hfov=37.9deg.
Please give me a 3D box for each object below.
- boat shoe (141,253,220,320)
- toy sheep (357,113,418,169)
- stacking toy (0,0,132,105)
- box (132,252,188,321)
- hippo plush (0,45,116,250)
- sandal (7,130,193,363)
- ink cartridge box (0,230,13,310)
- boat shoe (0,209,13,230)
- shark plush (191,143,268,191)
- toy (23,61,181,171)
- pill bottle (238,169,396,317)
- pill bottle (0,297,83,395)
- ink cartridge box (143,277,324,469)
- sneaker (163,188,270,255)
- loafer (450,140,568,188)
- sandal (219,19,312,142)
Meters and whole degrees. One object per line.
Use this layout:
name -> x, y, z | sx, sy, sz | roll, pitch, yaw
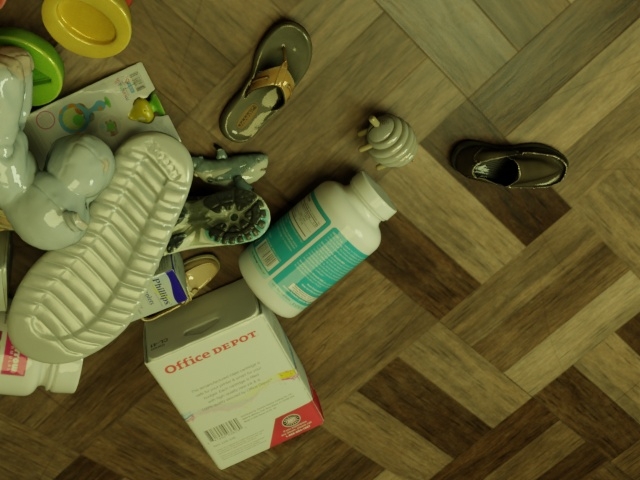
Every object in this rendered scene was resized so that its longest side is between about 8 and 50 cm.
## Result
boat shoe -> -0.246, 0.088, 1.621 | 0.170, 0.059, 0.063 | -33, 124, 8
toy sheep -> 0.112, -0.164, 1.534 | 0.091, 0.091, 0.132 | -39, 142, 12
stacking toy -> -0.428, -0.347, 1.294 | 0.309, 0.130, 0.279 | 30, 137, -26
box -> -0.298, 0.064, 1.551 | 0.137, 0.126, 0.072 | -21, 124, 1
hippo plush -> -0.405, -0.096, 1.253 | 0.236, 0.234, 0.294 | 32, 68, -10
sandal -> -0.323, 0.018, 1.439 | 0.169, 0.102, 0.416 | 36, 101, -12
ink cartridge box -> -0.588, 0.039, 1.446 | 0.208, 0.153, 0.087 | -2, 124, -12
boat shoe -> -0.502, -0.075, 1.430 | 0.341, 0.122, 0.110 | 13, 154, -31
shark plush -> -0.169, -0.125, 1.523 | 0.161, 0.073, 0.067 | 13, 94, -5
toy -> -0.350, -0.160, 1.426 | 0.237, 0.056, 0.137 | -27, 101, -7
pill bottle -> 0.000, 0.000, 1.574 | 0.264, 0.146, 0.146 | -39, 123, 13
pill bottle -> -0.541, 0.171, 1.540 | 0.283, 0.160, 0.160 | 9, 120, -20
ink cartridge box -> -0.155, 0.243, 1.704 | 0.226, 0.131, 0.306 | -23, 124, 2
sneaker -> -0.215, -0.024, 1.528 | 0.282, 0.122, 0.110 | 0, 87, 9
loafer -> 0.336, -0.120, 1.622 | 0.219, 0.078, 0.080 | 1, 122, -15
sandal -> -0.084, -0.237, 1.449 | 0.090, 0.060, 0.219 | 28, 112, -28
